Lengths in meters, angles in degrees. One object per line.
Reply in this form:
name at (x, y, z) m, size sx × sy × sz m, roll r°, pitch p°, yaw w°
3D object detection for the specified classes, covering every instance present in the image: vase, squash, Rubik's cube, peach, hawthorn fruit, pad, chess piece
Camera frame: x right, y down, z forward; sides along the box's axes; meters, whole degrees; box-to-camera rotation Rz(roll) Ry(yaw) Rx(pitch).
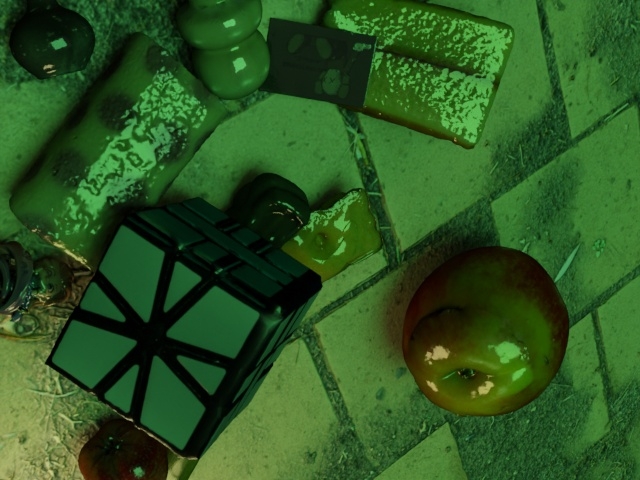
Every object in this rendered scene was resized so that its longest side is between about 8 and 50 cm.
vase at (-0.394, -0.326, 1.239) m, size 0.120 × 0.120 × 0.183 m, roll -21°, pitch 108°, yaw -25°
squash at (-0.238, 0.369, 1.684) m, size 0.071 × 0.080 × 0.319 m, roll 30°, pitch 92°, yaw -1°
Rubik's cube at (-0.202, 0.124, 1.374) m, size 0.294 × 0.288 × 0.283 m, roll -61°, pitch 172°, yaw 15°
peach at (0.350, 0.189, 1.844) m, size 0.369 × 0.370 × 0.370 m, roll -14°, pitch 118°, yaw -28°
hawthorn fruit at (-0.344, 0.423, 1.597) m, size 0.162 × 0.162 × 0.204 m, roll -36°, pitch 136°, yaw -15°
pad at (-0.005, -0.308, 1.512) m, size 0.190 × 0.004 × 0.127 m, roll 9°, pitch 107°, yaw -5°
chess piece at (-0.160, -0.373, 1.338) m, size 0.182 × 0.182 × 0.330 m, roll -29°, pitch 130°, yaw -20°

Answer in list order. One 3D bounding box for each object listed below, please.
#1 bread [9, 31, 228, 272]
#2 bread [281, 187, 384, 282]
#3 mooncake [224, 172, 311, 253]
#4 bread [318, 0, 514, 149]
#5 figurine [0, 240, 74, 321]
bread at (-0.311, -0.133, 1.348) m, size 0.187 × 0.155 × 0.338 m, roll 40°, pitch 87°, yaw -35°
bread at (0.000, 0.000, 1.666) m, size 0.233 × 0.088 × 0.161 m, roll -31°, pitch 120°, yaw -16°
mooncake at (-0.100, -0.030, 1.533) m, size 0.104 × 0.168 × 0.175 m, roll 30°, pitch 77°, yaw -38°
bread at (0.150, -0.337, 1.632) m, size 0.361 × 0.245 × 0.233 m, roll 16°, pitch 101°, yaw -5°
figurine at (-0.469, 0.065, 1.376) m, size 0.114 × 0.126 × 0.157 m, roll -21°, pitch 169°, yaw 13°
